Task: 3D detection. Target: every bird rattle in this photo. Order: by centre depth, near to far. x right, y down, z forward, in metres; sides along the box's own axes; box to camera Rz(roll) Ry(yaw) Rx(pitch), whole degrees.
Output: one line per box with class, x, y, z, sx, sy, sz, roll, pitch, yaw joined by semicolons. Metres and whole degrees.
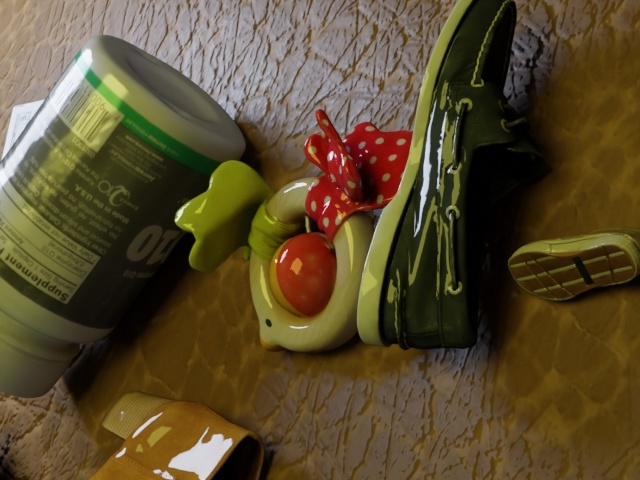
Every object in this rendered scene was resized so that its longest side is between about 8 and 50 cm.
bird rattle;0.000;0.000;1.479;0.253;0.143;0.207;-15;78;39

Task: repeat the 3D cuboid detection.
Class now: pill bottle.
pill bottle;-0.260;-0.021;1.691;0.361;0.204;0.204;-52;39;14

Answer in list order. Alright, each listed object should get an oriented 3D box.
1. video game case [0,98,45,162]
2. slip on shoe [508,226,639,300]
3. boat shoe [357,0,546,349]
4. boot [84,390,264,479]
video game case;-0.310;-0.088;1.892;0.183;0.023;0.201;-9;59;28
slip on shoe;0.211;0.014;1.273;0.041;0.051;0.135;-38;13;-36
boat shoe;0.133;-0.062;1.351;0.113;0.127;0.340;12;68;21
boot;-0.178;0.287;1.499;0.211;0.104;0.295;17;78;52
